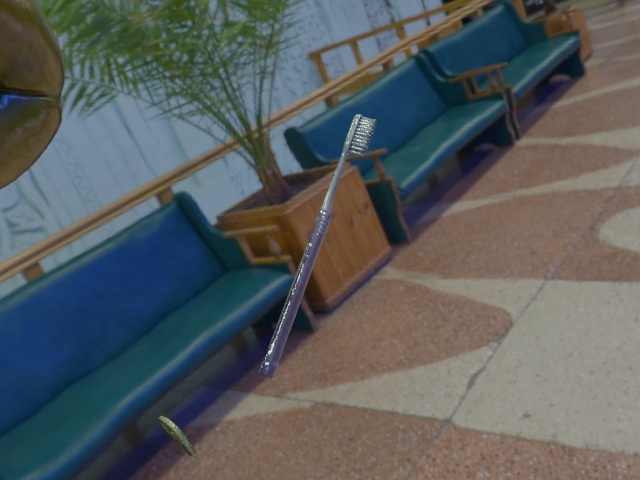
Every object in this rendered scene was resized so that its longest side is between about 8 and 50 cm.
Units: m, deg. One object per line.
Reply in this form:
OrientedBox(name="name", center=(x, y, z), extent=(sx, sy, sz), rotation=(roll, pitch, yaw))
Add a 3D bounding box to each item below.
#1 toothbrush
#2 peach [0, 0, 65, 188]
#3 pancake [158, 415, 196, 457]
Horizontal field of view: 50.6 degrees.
OrientedBox(name="toothbrush", center=(0.000, 0.000, 0.825), extent=(0.029, 0.024, 0.353), rotation=(16, 74, 17))
OrientedBox(name="peach", center=(-0.360, -0.157, 0.650), extent=(0.153, 0.251, 0.251), rotation=(19, 36, 22))
OrientedBox(name="pancake", center=(-0.264, 0.361, 1.251), extent=(0.017, 0.108, 0.108), rotation=(-44, 26, -25))
